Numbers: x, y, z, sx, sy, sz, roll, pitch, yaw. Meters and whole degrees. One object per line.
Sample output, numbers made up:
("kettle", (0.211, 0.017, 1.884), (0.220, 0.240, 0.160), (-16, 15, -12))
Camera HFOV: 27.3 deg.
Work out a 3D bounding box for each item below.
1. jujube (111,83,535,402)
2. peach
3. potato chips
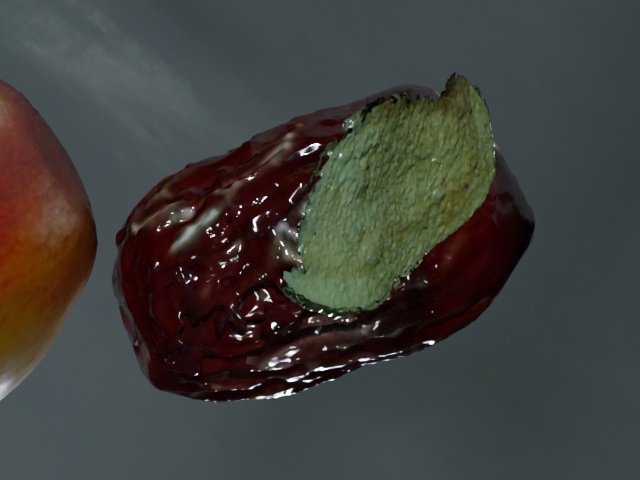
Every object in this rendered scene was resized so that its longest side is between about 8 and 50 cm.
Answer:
("jujube", (0.000, 0.000, 1.177), (0.258, 0.376, 0.258), (164, 90, -80))
("peach", (-0.321, 0.003, 1.044), (0.307, 0.332, 0.308), (11, 116, 23))
("potato chips", (0.044, -0.033, 0.760), (0.026, 0.209, 0.142), (15, 147, 34))
